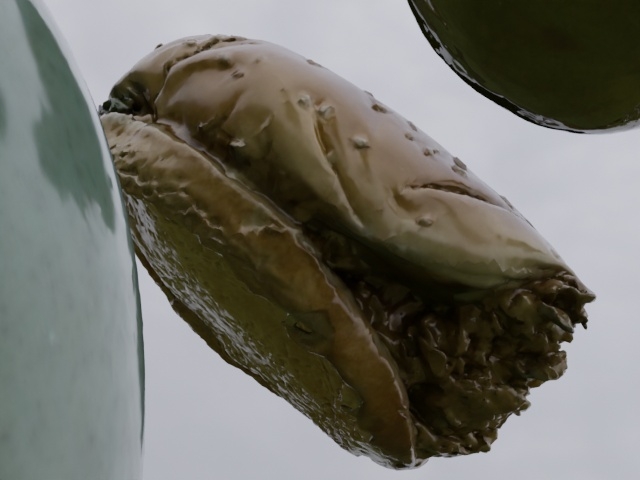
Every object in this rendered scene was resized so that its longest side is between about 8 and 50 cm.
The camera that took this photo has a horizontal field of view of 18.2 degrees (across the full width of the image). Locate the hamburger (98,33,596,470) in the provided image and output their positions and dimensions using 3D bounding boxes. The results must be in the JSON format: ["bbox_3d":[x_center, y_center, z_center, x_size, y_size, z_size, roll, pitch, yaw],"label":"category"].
[{"bbox_3d":[0.000,0.000,0.971,0.286,0.146,0.243,34,-8,43],"label":"hamburger"}]

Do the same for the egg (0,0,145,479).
[{"bbox_3d":[-0.115,0.035,0.353,0.169,0.237,0.169,0,-6,0],"label":"egg"}]

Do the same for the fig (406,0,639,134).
[{"bbox_3d":[0.087,-0.131,0.599,0.142,0.148,0.186,-35,-104,62],"label":"fig"}]
